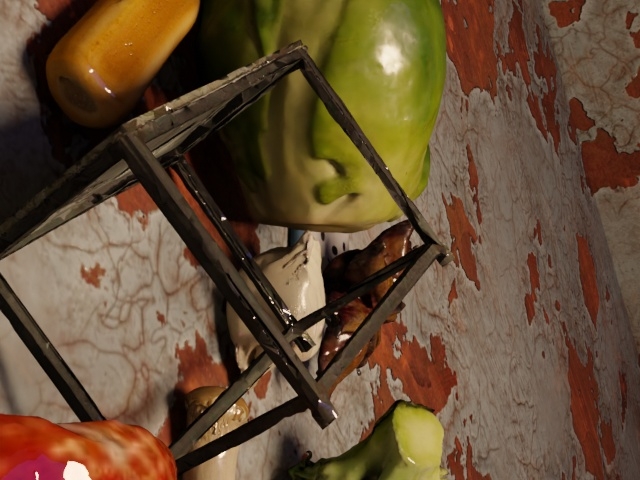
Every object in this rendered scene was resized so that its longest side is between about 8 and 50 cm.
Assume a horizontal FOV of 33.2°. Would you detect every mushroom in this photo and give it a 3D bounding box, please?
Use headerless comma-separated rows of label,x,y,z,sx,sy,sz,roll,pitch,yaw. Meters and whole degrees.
mushroom,-0.109,0.256,1.116,0.084,0.071,0.209,124,-35,-82

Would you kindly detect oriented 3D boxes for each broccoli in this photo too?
broccoli,0.084,0.309,1.247,0.248,0.245,0.288,27,32,-6

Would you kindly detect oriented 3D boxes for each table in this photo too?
table,-0.080,0.019,0.974,0.272,0.222,0.335,54,32,-4

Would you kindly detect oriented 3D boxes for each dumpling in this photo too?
dumpling,-0.044,0.077,1.242,0.199,0.118,0.136,-65,167,11

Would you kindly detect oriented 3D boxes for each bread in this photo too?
bread,-0.192,-0.199,1.063,0.092,0.074,0.239,50,36,-22

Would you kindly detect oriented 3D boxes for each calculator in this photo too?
calculator,0.000,0.000,1.427,0.121,0.039,0.210,34,53,-57

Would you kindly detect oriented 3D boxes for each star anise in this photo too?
star anise,0.037,0.077,1.341,0.272,0.103,0.272,-54,161,-29

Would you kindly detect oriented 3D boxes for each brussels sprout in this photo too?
brussels sprout,-0.001,-0.197,1.216,0.315,0.276,0.371,102,-14,-77

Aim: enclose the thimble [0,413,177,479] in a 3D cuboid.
thimble,-0.241,0.215,0.570,0.350,0.350,0.230,28,58,-58
